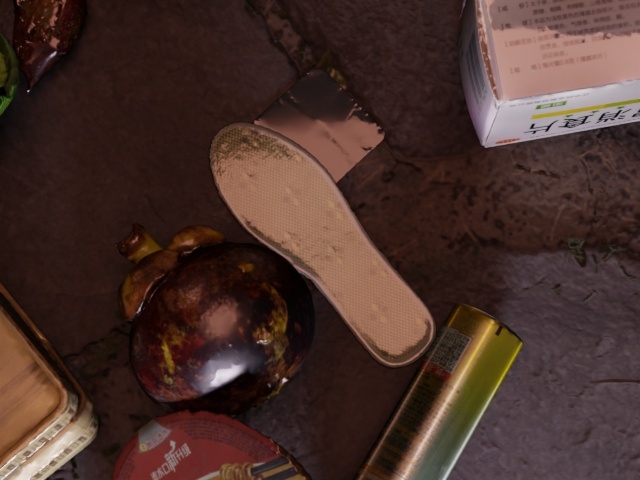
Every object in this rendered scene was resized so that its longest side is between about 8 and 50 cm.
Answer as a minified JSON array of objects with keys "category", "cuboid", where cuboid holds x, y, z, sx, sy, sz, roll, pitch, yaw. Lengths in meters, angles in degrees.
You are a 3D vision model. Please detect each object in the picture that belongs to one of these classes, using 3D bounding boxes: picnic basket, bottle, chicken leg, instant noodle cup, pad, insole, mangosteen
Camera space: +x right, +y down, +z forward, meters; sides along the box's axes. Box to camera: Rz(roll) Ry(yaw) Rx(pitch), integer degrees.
[{"category":"picnic basket","cuboid":[-0.386,0.135,1.336,0.228,0.175,0.313,-40,77,-8]},{"category":"bottle","cuboid":[0.098,0.203,1.363,0.082,0.082,0.286,31,80,6]},{"category":"chicken leg","cuboid":[-0.306,-0.278,1.468,0.105,0.063,0.233,-22,82,8]},{"category":"instant noodle cup","cuboid":[-0.074,0.278,1.315,0.274,0.091,0.274,9,106,32]},{"category":"pad","cuboid":[-0.022,-0.100,1.463,0.157,0.003,0.112,-42,82,-7]},{"category":"insole","cuboid":[0.000,0.000,1.440,0.109,0.007,0.322,-39,82,-6]},{"category":"mangosteen","cuboid":[-0.113,0.066,1.337,0.192,0.192,0.217,-36,77,-6]}]

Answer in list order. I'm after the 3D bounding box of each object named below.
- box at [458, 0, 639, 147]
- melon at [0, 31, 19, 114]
[{"category":"box","cuboid":[0.315,-0.207,1.397,0.333,0.173,0.145,-10,81,-1]},{"category":"melon","cuboid":[-0.433,-0.176,1.428,0.265,0.129,0.169,39,110,7]}]
